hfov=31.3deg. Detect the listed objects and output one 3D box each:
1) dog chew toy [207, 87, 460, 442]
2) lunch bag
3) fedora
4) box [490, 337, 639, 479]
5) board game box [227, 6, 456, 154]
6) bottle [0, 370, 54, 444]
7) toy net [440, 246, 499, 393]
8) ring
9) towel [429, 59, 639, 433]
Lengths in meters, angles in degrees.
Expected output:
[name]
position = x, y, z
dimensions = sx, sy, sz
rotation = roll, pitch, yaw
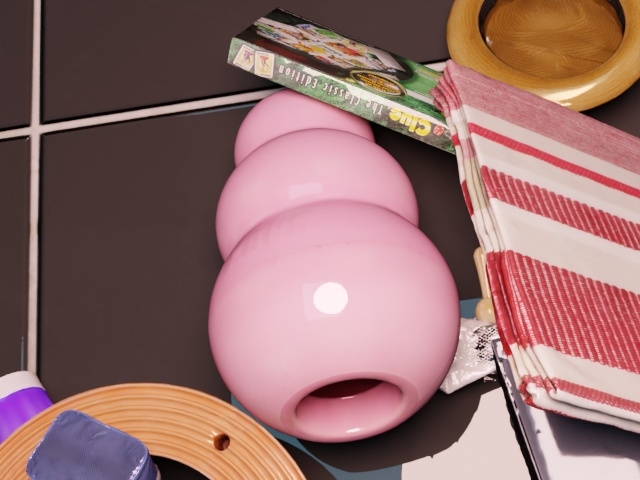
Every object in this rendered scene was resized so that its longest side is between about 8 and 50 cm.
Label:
[dog chew toy]
position = 0.000, 0.000, 0.979
dimensions = 0.206, 0.206, 0.332
rotation = -15, 53, 7
[lunch bag]
position = -0.170, 0.184, 0.886
dimensions = 0.098, 0.065, 0.067
rotation = 23, 62, 19
[fedora]
position = 0.215, -0.185, 1.057
dimensions = 0.194, 0.079, 0.194
rotation = -6, 67, 15
[box]
position = 0.204, 0.154, 0.901
dimensions = 0.093, 0.158, 0.156
rotation = -19, 69, 5
[board game box]
position = 0.057, -0.139, 1.026
dimensions = 0.259, 0.136, 0.030
rotation = 23, 114, 6
[bottle]
position = -0.217, 0.245, 0.993
dimensions = 0.118, 0.092, 0.283
rotation = -34, 68, 0
[toy net]
position = 0.184, 0.046, 1.006
dimensions = 0.122, 0.045, 0.232
rotation = 33, 82, 18
[ring]
position = -0.150, 0.279, 0.900
dimensions = 0.336, 0.032, 0.337
rotation = -4, 72, 11
[towel]
position = 0.212, 0.013, 0.866
dimensions = 0.237, 0.037, 0.329
rotation = 17, 42, -26
